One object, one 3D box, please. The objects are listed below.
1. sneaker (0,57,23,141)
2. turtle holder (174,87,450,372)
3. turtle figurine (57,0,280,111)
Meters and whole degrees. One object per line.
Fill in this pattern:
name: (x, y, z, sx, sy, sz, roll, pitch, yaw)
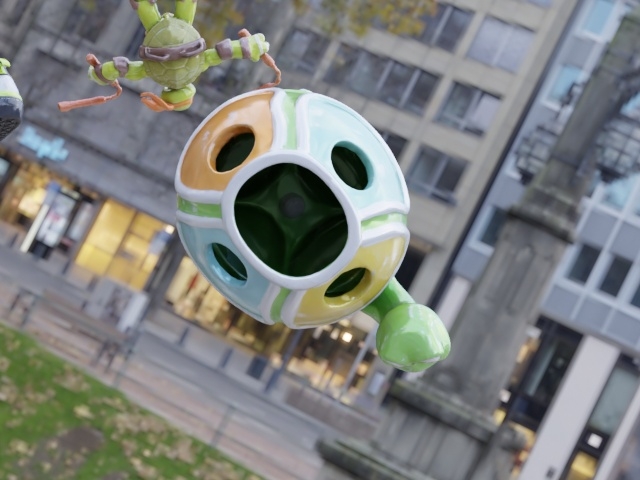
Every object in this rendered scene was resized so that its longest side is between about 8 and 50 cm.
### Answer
sneaker: (-0.449, -0.161, 1.666, 0.235, 0.097, 0.084, -25, -15, 39)
turtle holder: (-0.020, -0.001, 1.361, 0.243, 0.320, 0.227, -14, 7, 0)
turtle figurine: (-0.188, -0.235, 1.531, 0.270, 0.217, 0.087, -7, 28, 1)
